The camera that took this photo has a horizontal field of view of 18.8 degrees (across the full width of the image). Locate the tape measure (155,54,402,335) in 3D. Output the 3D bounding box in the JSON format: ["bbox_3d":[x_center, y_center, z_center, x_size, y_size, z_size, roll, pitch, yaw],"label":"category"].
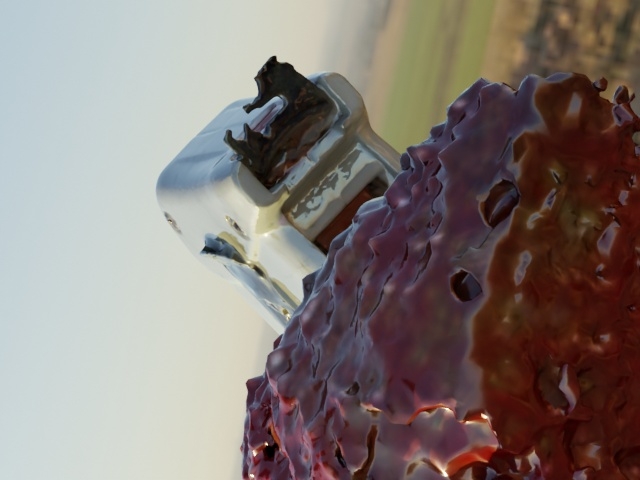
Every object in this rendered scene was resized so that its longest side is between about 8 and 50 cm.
[{"bbox_3d":[0.000,0.000,1.366,0.130,0.265,0.258,-45,12,-15],"label":"tape measure"}]

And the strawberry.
[{"bbox_3d":[0.046,0.057,0.500,0.192,0.140,0.085,-45,16,39],"label":"strawberry"}]
